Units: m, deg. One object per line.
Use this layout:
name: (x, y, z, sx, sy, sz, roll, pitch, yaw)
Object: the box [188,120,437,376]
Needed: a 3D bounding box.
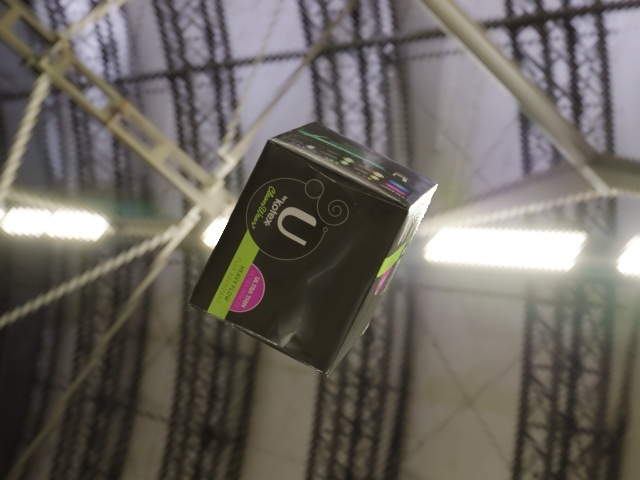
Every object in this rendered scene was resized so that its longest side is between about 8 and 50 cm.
box: (0.000, 0.000, 0.536, 0.062, 0.052, 0.083, -64, 175, 12)
